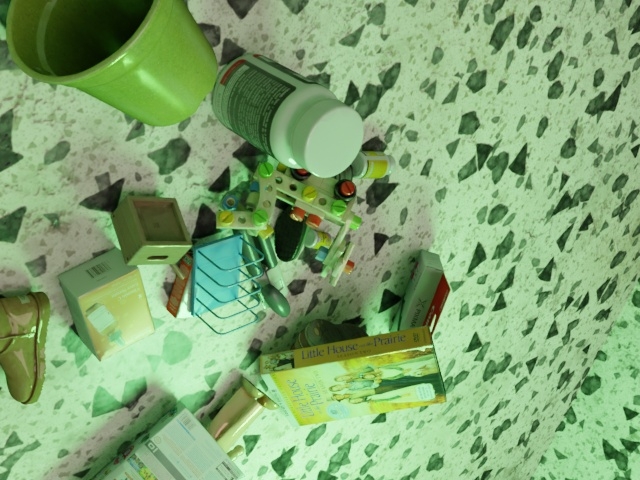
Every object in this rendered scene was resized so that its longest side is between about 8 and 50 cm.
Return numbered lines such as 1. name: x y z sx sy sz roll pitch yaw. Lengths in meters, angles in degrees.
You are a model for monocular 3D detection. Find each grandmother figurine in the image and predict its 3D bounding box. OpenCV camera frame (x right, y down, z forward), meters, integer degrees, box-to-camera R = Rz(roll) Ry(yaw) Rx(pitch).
1. grandmother figurine: -0.261 0.495 1.979 0.342 0.104 0.208 -50 120 -8

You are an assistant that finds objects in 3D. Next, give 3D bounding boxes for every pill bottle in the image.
1. pill bottle: 0.000 0.000 1.932 0.083 0.043 0.043 12 108 -48
2. pill bottle: 0.121 -0.177 1.911 0.116 0.065 0.065 -4 119 -42
3. pill bottle: -0.062 -0.232 1.525 0.161 0.283 0.161 -24 131 -31

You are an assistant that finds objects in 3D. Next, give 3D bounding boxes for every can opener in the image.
1. can opener: -0.118 0.058 1.817 0.076 0.095 0.283 -37 137 -21

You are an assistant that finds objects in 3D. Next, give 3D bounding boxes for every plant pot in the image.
1. plant pot: -0.298 -0.312 1.287 0.276 0.276 0.254 -53 151 -2

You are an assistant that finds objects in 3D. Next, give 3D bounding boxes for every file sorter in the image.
1. file sorter: -0.190 0.092 1.698 0.118 0.104 0.170 -20 130 -38

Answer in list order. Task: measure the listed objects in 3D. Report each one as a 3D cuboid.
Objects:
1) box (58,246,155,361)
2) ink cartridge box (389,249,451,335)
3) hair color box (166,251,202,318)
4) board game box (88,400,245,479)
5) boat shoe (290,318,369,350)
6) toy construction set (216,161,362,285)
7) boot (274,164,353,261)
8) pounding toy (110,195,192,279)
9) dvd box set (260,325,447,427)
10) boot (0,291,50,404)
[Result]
1. box: -0.411 0.124 1.582 0.130 0.091 0.170 -30 134 -27
2. ink cartridge box: 0.261 0.193 2.187 0.060 0.239 0.275 17 109 -5
3. hair color box: -0.271 0.094 1.734 0.072 0.043 0.141 2 115 -46
4. board game box: -0.360 0.550 1.843 0.303 0.097 0.224 -40 103 -16
5. boat shoe: 0.042 0.287 2.131 0.116 0.123 0.324 -38 141 23
6. toy construction set: -0.043 -0.048 1.694 0.327 0.151 0.215 31 70 -20
7. boot: -0.004 -0.063 1.853 0.161 0.083 0.246 2 110 -46
8. pounding toy: -0.314 -0.002 1.558 0.141 0.130 0.100 0 148 -44
9. dvd box set: 0.090 0.349 2.045 0.420 0.062 0.308 -11 140 8
10. boot: -0.627 0.198 1.435 0.269 0.089 0.236 -4 109 -43
